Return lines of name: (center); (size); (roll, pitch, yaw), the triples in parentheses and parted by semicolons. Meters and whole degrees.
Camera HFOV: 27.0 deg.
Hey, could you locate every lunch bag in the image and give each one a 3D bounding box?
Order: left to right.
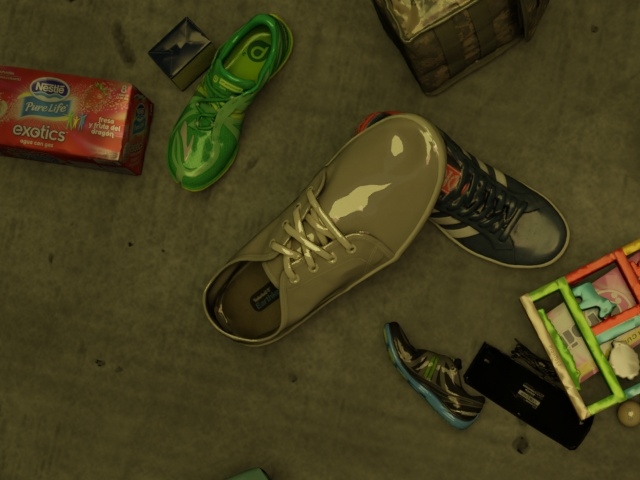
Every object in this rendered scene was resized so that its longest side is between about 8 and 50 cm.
lunch bag: (0.225, -0.363, 1.894); (0.287, 0.235, 0.169); (-31, 74, 3)

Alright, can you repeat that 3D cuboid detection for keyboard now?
keyboard: (0.309, 0.210, 1.915); (0.192, 0.038, 0.100); (33, 111, 9)

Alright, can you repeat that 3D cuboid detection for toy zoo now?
toy zoo: (0.448, 0.100, 1.840); (0.293, 0.030, 0.192); (-27, 79, 2)

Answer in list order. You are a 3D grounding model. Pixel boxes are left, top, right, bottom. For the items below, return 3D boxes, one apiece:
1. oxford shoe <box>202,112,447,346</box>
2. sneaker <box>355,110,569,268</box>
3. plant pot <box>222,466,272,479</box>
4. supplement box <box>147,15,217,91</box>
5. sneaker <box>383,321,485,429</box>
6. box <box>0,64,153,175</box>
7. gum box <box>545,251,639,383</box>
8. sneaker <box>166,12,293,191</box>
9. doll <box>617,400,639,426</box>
oxford shoe: (0.000, 0.000, 1.853); (0.449, 0.130, 0.169); (-43, 75, 23)
sneaker: (0.194, -0.073, 1.903); (0.350, 0.148, 0.131); (29, 87, 10)
plant pot: (-0.146, 0.432, 1.878); (0.234, 0.166, 0.165); (-36, 79, -7)
supplement box: (-0.205, -0.281, 2.016); (0.083, 0.083, 0.056); (-43, 79, 0)
sneaker: (0.161, 0.186, 1.917); (0.078, 0.067, 0.188); (-44, 85, -2)
box: (-0.395, -0.182, 2.005); (0.257, 0.128, 0.122); (9, 83, 9)
gum box: (0.411, 0.109, 1.892); (0.188, 0.062, 0.107); (-34, 80, 1)
sneaker: (-0.147, -0.215, 1.979); (0.109, 0.123, 0.295); (28, 87, 10)
doll: (0.510, 0.225, 1.872); (0.189, 0.046, 0.129); (-14, 90, 12)
